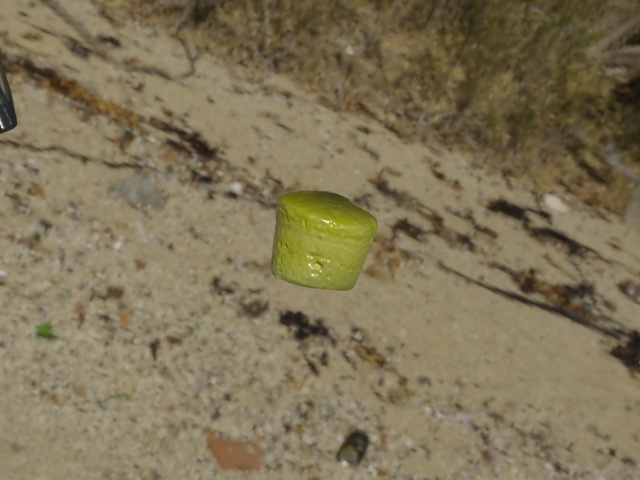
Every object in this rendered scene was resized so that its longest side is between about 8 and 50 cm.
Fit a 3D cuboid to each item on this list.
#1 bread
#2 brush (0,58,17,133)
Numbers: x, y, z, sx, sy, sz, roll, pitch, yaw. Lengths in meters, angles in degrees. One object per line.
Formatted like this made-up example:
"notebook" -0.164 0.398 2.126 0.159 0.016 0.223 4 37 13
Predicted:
"bread" 0.000 0.000 1.313 0.129 0.114 0.111 15 13 7
"brush" -0.193 -0.142 0.571 0.063 0.016 0.193 32 38 -72
